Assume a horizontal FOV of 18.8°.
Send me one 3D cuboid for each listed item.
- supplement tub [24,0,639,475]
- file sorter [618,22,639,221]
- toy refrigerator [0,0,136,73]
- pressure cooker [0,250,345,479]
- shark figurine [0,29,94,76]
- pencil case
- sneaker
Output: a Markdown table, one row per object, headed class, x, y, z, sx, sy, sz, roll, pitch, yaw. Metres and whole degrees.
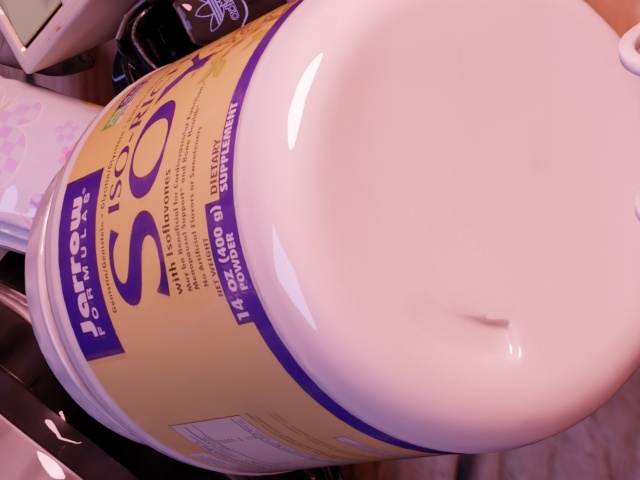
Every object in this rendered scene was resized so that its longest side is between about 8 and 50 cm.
| class | x | y | z | sx | sy | sz | roll | pitch | yaw |
| --- | --- | --- | --- | --- | --- | --- | --- | --- | --- |
| supplement tub | 0.000 | 0.000 | 1.014 | 0.331 | 0.241 | 0.241 | -17 | 99 | 58 |
| file sorter | 0.217 | -0.080 | 0.683 | 0.173 | 0.193 | 0.277 | 27 | 134 | 49 |
| toy refrigerator | -0.135 | -0.205 | 1.198 | 0.102 | 0.094 | 0.269 | 61 | 150 | 2 |
| pressure cooker | -0.193 | 0.226 | 1.327 | 0.370 | 0.420 | 0.375 | 42 | 170 | -28 |
| shark figurine | -0.303 | -0.199 | 1.362 | 0.278 | 0.166 | 0.116 | 50 | 117 | 14 |
| pencil case | -0.168 | -0.031 | 1.299 | 0.273 | 0.124 | 0.113 | 22 | 165 | 29 |
| sneaker | -0.094 | -0.121 | 1.206 | 0.081 | 0.090 | 0.232 | 61 | 149 | 2 |
